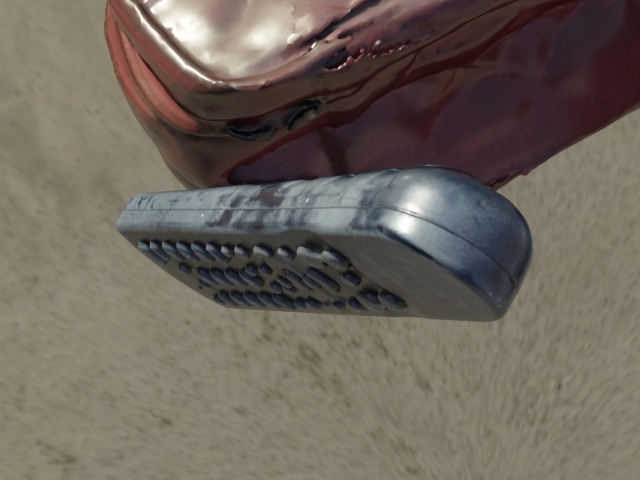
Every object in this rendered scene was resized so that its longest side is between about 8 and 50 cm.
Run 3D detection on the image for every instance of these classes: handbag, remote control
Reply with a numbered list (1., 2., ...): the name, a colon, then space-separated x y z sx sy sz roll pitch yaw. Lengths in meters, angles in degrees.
1. handbag: 0.032 -0.098 0.626 0.225 0.135 0.146 -27 52 -6
2. remote control: -0.001 0.001 0.429 0.043 0.152 0.027 30 73 -26
